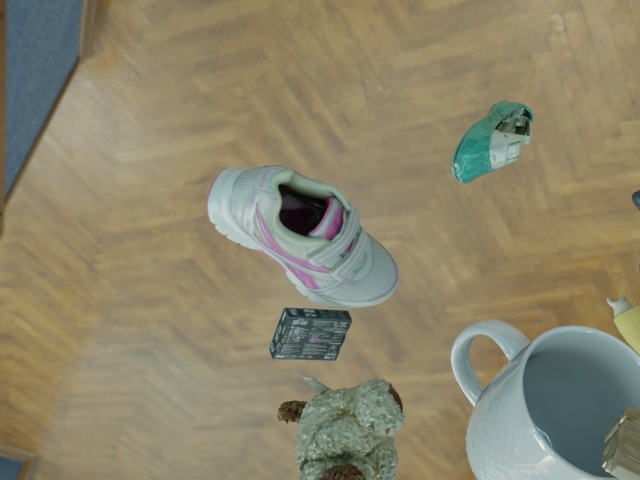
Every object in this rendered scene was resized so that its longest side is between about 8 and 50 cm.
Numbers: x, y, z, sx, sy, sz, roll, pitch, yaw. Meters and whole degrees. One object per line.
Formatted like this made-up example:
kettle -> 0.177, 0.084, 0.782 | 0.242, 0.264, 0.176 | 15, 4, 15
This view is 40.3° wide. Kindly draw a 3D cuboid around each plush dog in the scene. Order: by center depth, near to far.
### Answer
plush dog -> 0.020, 0.362, 1.385 | 0.211, 0.225, 0.262 | 6, 138, 4

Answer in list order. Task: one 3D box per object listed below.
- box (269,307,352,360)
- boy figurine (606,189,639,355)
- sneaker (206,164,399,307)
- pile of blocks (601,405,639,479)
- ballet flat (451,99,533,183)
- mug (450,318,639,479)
box -> -0.012, 0.111, 1.025 | 0.083, 0.018, 0.067 | 4, 124, -23
boy figurine -> 0.405, 0.078, 0.984 | 0.092, 0.285, 0.177 | 24, 154, -37
sneaker -> 0.000, 0.000, 0.966 | 0.252, 0.103, 0.111 | 30, 159, -28
pile of blocks -> 0.538, 0.333, 1.182 | 0.362, 0.149, 0.112 | 9, 135, -10
ballet flat -> 0.291, -0.165, 1.410 | 0.087, 0.247, 0.083 | 6, 122, 28
mug -> 0.380, 0.307, 1.576 | 0.374, 0.276, 0.328 | 52, 149, 16
